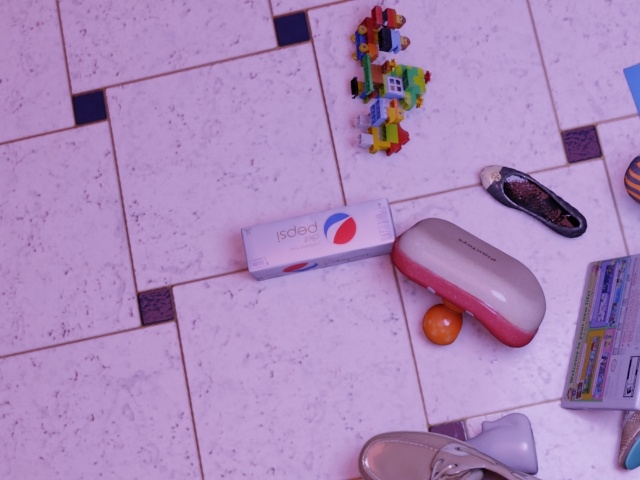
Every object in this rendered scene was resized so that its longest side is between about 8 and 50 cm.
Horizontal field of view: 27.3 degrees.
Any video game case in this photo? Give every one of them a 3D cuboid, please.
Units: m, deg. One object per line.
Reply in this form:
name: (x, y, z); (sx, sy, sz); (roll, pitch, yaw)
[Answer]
video game case: (0.398, 0.123, 1.761); (0.023, 0.193, 0.212); (17, 79, -17)

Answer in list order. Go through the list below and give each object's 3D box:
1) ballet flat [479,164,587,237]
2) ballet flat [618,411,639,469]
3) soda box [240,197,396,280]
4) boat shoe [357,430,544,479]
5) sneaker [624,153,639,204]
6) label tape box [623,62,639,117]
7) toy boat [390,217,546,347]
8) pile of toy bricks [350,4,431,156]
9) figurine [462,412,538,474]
ballet flat: (0.306, -0.062, 1.882); (0.173, 0.049, 0.057); (30, 82, 13)
ballet flat: (0.462, 0.222, 1.798); (0.206, 0.073, 0.067); (-45, 50, -7)
soda box: (0.000, 0.000, 1.894); (0.216, 0.074, 0.069); (-11, 76, 4)
boat shoe: (0.182, 0.318, 1.707); (0.302, 0.098, 0.109); (17, 84, 22)
sneaker: (0.536, -0.011, 1.714); (0.321, 0.124, 0.180); (20, 45, 19)
label tape box: (0.612, -0.203, 1.818); (0.334, 0.106, 0.240); (-19, 75, 13)
toy boat: (0.194, 0.081, 1.835); (0.231, 0.151, 0.151); (31, 113, 13)
pile of toy bricks: (0.114, -0.237, 1.930); (0.105, 0.118, 0.212); (7, 66, -24)
figurine: (0.195, 0.353, 1.787); (0.210, 0.092, 0.214); (-9, 75, 9)
